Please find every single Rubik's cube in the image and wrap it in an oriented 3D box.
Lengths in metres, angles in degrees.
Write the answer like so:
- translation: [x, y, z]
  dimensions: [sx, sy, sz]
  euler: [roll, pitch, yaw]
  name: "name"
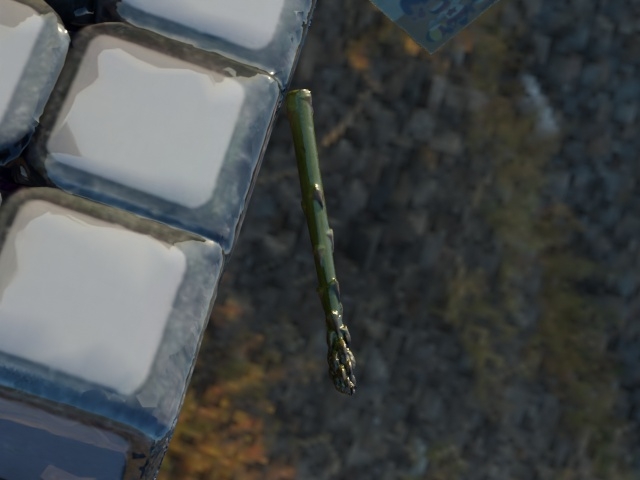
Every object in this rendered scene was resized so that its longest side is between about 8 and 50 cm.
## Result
- translation: [-0.197, -0.007, 0.931]
  dimensions: [0.305, 0.304, 0.301]
  euler: [112, -3, -54]
  name: "Rubik's cube"

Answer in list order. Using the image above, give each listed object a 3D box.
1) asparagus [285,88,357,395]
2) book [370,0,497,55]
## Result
- translation: [0.000, 0.000, 1.418]
  dimensions: [0.025, 0.024, 0.248]
  euler: [9, 65, -46]
  name: "asparagus"
- translation: [0.117, -0.305, 1.790]
  dimensions: [0.208, 0.020, 0.295]
  euler: [-38, 146, 14]
  name: "book"
